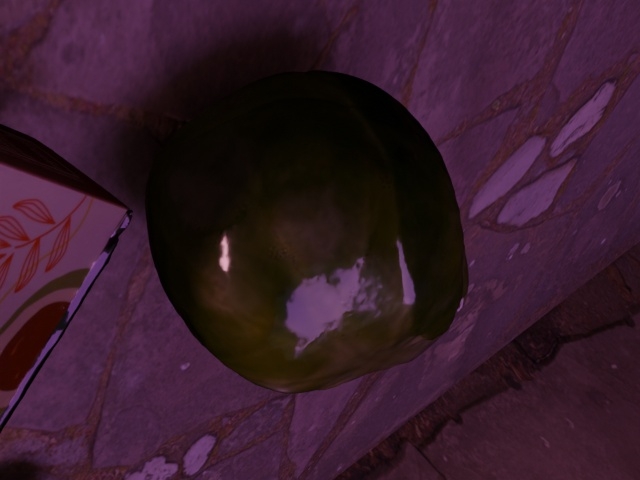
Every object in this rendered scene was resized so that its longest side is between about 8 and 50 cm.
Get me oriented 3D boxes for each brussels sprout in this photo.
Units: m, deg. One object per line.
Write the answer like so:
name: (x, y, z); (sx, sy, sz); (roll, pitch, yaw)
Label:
brussels sprout: (0.002, -0.005, 1.099); (0.281, 0.289, 0.354); (-44, 133, 8)

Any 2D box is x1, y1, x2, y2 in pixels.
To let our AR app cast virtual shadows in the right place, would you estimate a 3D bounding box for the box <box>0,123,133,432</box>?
box: (-0.345, 0.059, 0.701); (0.344, 0.122, 0.385); (-57, 153, 5)
